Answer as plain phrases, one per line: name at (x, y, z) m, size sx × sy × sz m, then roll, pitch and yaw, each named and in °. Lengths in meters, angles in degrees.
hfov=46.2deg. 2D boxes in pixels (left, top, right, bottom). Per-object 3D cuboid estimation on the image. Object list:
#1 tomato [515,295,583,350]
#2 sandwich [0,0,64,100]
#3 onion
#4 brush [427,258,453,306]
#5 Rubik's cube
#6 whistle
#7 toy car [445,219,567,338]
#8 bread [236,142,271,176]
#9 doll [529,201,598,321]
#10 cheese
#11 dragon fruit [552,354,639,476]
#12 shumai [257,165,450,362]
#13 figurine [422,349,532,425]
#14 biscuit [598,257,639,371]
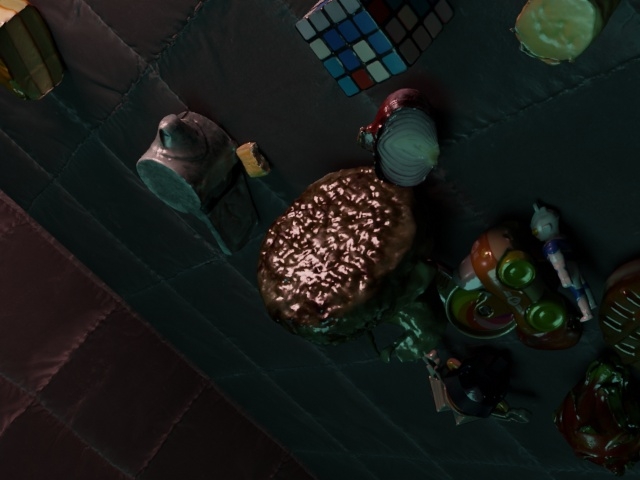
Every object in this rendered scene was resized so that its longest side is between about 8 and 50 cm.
tomato at (0.467, 0.185, 1.569) m, size 0.139 × 0.091 × 0.159 m, roll 2°, pitch 137°, yaw 47°
sandwich at (-0.790, -0.491, 1.887) m, size 0.198 × 0.155 × 0.227 m, roll 24°, pitch 148°, yaw 26°
onion at (0.144, -0.196, 1.359) m, size 0.151 × 0.098 × 0.206 m, roll 8°, pitch 140°, yaw -1°
brush at (0.235, 0.070, 1.683) m, size 0.313 × 0.067 × 0.072 m, roll 40°, pitch 151°, yaw -1°
Rubik's cube at (0.084, -0.343, 1.167) m, size 0.151 × 0.155 × 0.154 m, roll 51°, pitch 147°, yaw -19°
whistle at (-0.270, -0.137, 1.823) m, size 0.188 × 0.168 × 0.405 m, roll -5°, pitch 135°, yaw 51°
toy car at (0.337, 0.098, 1.442) m, size 0.235 × 0.145 × 0.235 m, roll 4°, pitch 122°, yaw 7°
bread at (-0.158, -0.188, 1.763) m, size 0.070 × 0.035 × 0.083 m, roll -8°, pitch 122°, yaw 51°
doll at (0.441, 0.032, 1.371) m, size 0.057 × 0.114 × 0.227 m, roll -24°, pitch 90°, yaw 32°
cheese at (0.326, -0.308, 0.947) m, size 0.094 × 0.167 × 0.123 m, roll 39°, pitch 148°, yaw 0°
dragon fruit at (0.623, 0.377, 1.602) m, size 0.200 × 0.198 × 0.269 m, roll 37°, pitch 138°, yaw 22°
shumai at (0.092, 0.071, 1.568) m, size 0.395 × 0.395 × 0.348 m, roll 13°, pitch 158°, yaw 35°
figurine at (0.382, 0.372, 1.873) m, size 0.308 × 0.143 × 0.308 m, roll 14°, pitch 157°, yaw 6°
biscuit at (0.651, 0.154, 1.319) m, size 0.332 × 0.103 × 0.332 m, roll 27°, pitch 150°, yaw 17°
